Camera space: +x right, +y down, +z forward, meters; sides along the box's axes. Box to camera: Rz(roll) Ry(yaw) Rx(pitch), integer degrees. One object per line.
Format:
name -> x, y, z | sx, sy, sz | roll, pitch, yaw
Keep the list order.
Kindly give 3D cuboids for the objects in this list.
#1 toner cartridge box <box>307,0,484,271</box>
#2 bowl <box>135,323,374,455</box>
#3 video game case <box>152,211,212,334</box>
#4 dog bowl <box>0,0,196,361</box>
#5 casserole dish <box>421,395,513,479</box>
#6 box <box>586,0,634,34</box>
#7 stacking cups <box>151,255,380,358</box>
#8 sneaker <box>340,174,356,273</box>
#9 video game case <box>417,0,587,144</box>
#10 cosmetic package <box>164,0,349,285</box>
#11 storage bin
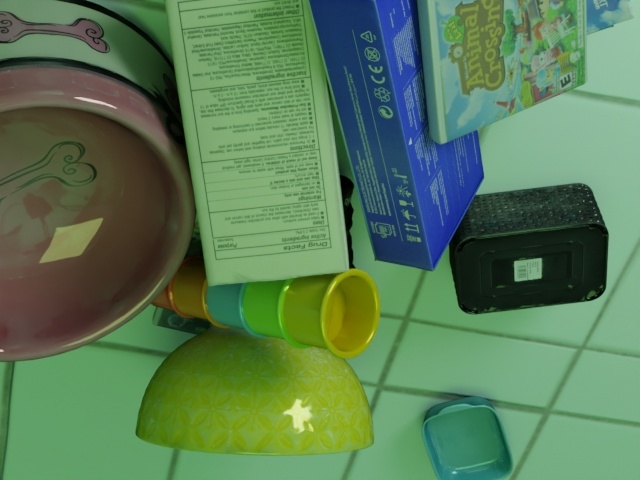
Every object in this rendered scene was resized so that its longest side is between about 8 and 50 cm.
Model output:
toner cartridge box -> 0.088, -0.149, 1.160 | 0.075, 0.165, 0.348 | 9, 137, 27
bowl -> -0.075, 0.163, 1.371 | 0.289, 0.289, 0.156 | 3, 87, -5
video game case -> -0.104, 0.053, 1.419 | 0.173, 0.022, 0.190 | 14, 126, -13
dog bowl -> -0.310, -0.043, 1.176 | 0.407, 0.150, 0.408 | -14, 132, -16
casserole dish -> 0.208, 0.285, 1.609 | 0.114, 0.037, 0.188 | -15, 127, 9
box -> 0.226, -0.252, 1.181 | 0.178, 0.042, 0.109 | -19, 125, 12
stacking cups -> -0.086, 0.060, 1.259 | 0.316, 0.096, 0.096 | 8, 139, 40
sneaker -> 0.000, 0.000, 1.315 | 0.135, 0.098, 0.276 | -28, 111, 12
video game case -> 0.182, -0.220, 1.104 | 0.193, 0.023, 0.212 | -24, 126, -21
cosmetic package -> -0.060, -0.117, 1.158 | 0.153, 0.129, 0.296 | -5, 106, 2
storage bin -> 0.248, 0.011, 1.364 | 0.180, 0.084, 0.122 | -7, 128, 2
